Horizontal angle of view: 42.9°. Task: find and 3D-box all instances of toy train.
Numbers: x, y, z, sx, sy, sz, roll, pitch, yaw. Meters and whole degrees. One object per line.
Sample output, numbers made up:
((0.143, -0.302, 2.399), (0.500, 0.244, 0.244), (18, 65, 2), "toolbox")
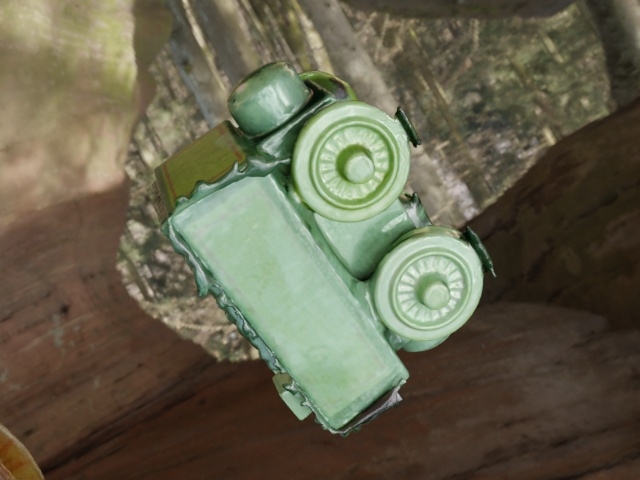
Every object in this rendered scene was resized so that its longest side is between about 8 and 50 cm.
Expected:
((0.000, 0.000, 0.623), (0.188, 0.271, 0.159), (-36, -154, -1), "toy train")

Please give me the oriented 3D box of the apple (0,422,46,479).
((-0.253, 0.177, 0.426), (0.194, 0.261, 0.261), (-36, 176, -8), "apple")
